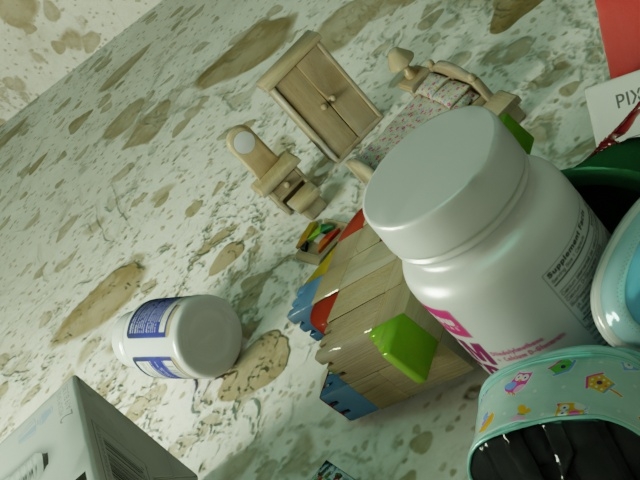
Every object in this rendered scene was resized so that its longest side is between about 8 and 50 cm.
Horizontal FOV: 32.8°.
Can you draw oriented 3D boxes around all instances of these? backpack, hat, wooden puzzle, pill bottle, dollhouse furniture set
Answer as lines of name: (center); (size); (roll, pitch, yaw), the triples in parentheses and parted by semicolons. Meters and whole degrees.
backpack: (0.204, 0.161, 0.809); (0.165, 0.188, 0.144); (-22, 34, 37)
hat: (0.294, -0.081, 1.022); (0.208, 0.173, 0.184); (-20, 40, 48)
wooden puzzle: (0.000, 0.000, 1.503); (0.116, 0.014, 0.079); (4, 54, 55)
pill bottle: (-0.203, 0.133, 1.486); (0.186, 0.112, 0.112); (-7, 45, 49)
pill bottle: (0.172, 0.029, 0.933); (0.160, 0.283, 0.160); (-33, 29, 21)
dollhouse furniture set: (0.047, -0.158, 1.487); (0.303, 0.174, 0.355); (-46, 27, -4)

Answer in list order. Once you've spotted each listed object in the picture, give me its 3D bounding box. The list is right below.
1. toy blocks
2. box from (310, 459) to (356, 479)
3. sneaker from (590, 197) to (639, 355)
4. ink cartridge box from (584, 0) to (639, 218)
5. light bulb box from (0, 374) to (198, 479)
toy blocks: (0.078, 0.042, 1.200); (0.261, 0.190, 0.381); (-33, 26, 45)
box: (0.017, 0.281, 1.070); (0.094, 0.027, 0.137); (-52, 28, -12)
sneaker: (0.333, -0.043, 0.781); (0.319, 0.127, 0.208); (-41, -12, -5)
ink cartridge box: (0.386, -0.175, 1.004); (0.296, 0.066, 0.261); (-16, 81, 42)
light bulb box: (-0.286, 0.396, 1.107); (0.361, 0.225, 0.358); (-43, 27, 0)
